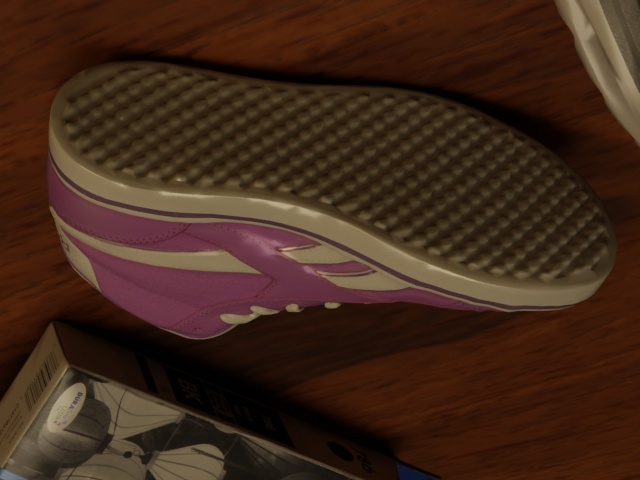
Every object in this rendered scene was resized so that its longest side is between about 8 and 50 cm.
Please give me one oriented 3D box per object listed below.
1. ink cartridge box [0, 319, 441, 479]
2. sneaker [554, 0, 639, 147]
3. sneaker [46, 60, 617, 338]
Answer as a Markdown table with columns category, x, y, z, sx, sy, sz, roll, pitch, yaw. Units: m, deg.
| category | x | y | z | sx | sy | sz | roll | pitch | yaw |
| --- | --- | --- | --- | --- | --- | --- | --- | --- | --- |
| ink cartridge box | -0.072 | 0.187 | 0.942 | 0.332 | 0.065 | 0.165 | 25 | 105 | -31 |
| sneaker | 0.168 | -0.142 | 0.519 | 0.180 | 0.125 | 0.321 | -20 | 138 | 26 |
| sneaker | 0.000 | -0.001 | 0.734 | 0.282 | 0.102 | 0.161 | 14 | 145 | -1 |
